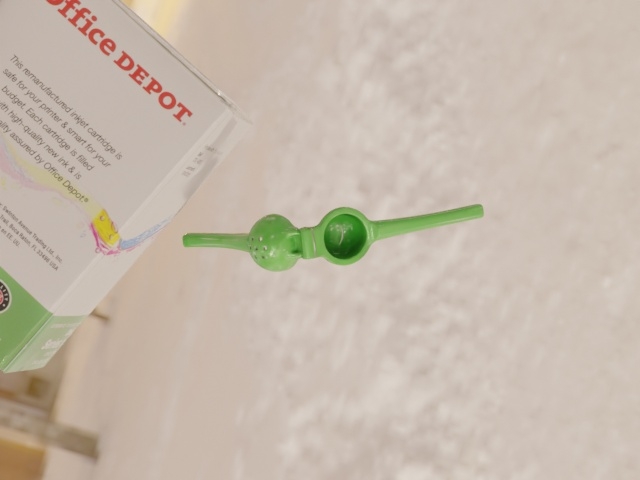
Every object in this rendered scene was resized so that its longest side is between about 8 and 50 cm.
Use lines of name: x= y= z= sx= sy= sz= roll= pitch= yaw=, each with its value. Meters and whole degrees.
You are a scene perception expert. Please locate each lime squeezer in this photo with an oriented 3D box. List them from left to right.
lime squeezer: x=0.000 y=0.000 z=1.629 sx=0.110 sy=0.310 sz=0.059 roll=21 pitch=-116 yaw=-74

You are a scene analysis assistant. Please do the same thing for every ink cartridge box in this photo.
ink cartridge box: x=-0.220 y=-0.063 z=1.349 sx=0.278 sy=0.201 sz=0.117 roll=-48 pitch=-8 yaw=4
